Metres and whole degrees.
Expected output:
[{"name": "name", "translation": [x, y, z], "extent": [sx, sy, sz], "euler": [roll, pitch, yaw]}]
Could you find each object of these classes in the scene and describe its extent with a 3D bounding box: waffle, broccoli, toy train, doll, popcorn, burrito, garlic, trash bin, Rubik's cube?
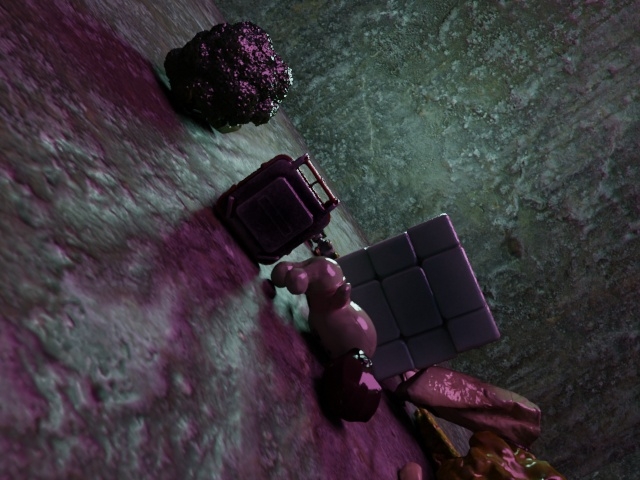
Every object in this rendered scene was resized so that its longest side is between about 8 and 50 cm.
[{"name": "waffle", "translation": [0.319, 0.553, 1.207], "extent": [0.238, 0.058, 0.243], "euler": [53, 8, -1]}, {"name": "broccoli", "translation": [-0.203, -0.345, 1.023], "extent": [0.270, 0.270, 0.270], "euler": [59, -25, 13]}, {"name": "toy train", "translation": [0.000, 0.000, 1.355], "extent": [0.202, 0.060, 0.081], "euler": [61, 5, 14]}, {"name": "doll", "translation": [0.029, 0.135, 0.855], "extent": [0.275, 0.113, 0.155], "euler": [56, -25, -11]}, {"name": "popcorn", "translation": [0.381, 0.530, 0.981], "extent": [0.237, 0.251, 0.206], "euler": [55, 7, 10]}, {"name": "burrito", "translation": [0.350, 0.396, 1.135], "extent": [0.331, 0.135, 0.190], "euler": [22, -14, 3]}, {"name": "garlic", "translation": [0.169, 0.441, 0.850], "extent": [0.083, 0.041, 0.053], "euler": [-95, 164, -54]}, {"name": "trash bin", "translation": [-0.081, -0.083, 0.902], "extent": [0.161, 0.184, 0.239], "euler": [54, 5, -18]}, {"name": "Rubik's cube", "translation": [0.242, 0.138, 1.226], "extent": [0.322, 0.316, 0.319], "euler": [67, 11, 5]}]

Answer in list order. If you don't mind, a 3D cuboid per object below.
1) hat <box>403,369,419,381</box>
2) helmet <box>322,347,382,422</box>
[{"name": "hat", "translation": [0.321, 0.395, 1.462], "extent": [0.226, 0.164, 0.219], "euler": [38, 2, 25]}, {"name": "helmet", "translation": [0.039, 0.231, 0.747], "extent": [0.070, 0.098, 0.123], "euler": [9, 35, -34]}]
